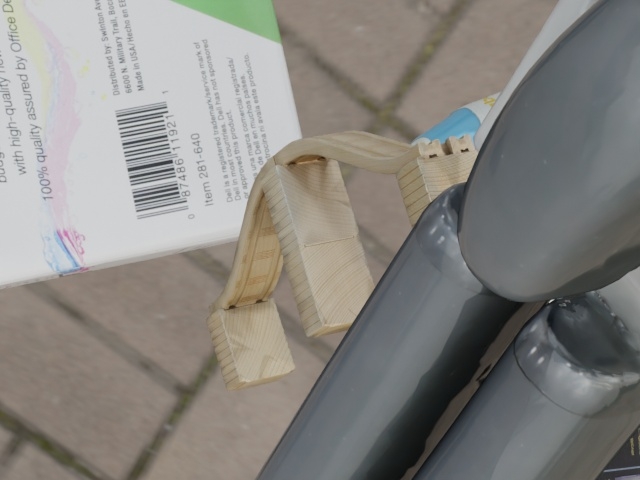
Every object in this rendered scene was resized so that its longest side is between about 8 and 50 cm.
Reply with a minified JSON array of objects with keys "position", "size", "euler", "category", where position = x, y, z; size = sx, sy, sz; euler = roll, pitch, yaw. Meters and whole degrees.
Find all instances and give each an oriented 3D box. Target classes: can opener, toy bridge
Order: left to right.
[{"position":[0.000,0.000,0.646],"size":[0.026,0.188,0.063],"euler":[-12,78,-27],"category":"toy bridge"},{"position":[0.035,0.022,0.442],"size":[0.093,0.280,0.074],"euler":[-12,54,-39],"category":"can opener"}]

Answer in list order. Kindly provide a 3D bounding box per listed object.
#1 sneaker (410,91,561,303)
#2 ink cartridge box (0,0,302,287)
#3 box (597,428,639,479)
[{"position":[0.100,0.025,1.023],"size":[0.092,0.087,0.229],"euler":[-20,120,-15],"category":"sneaker"},{"position":[-0.164,-0.078,1.054],"size":[0.278,0.117,0.201],"euler":[-12,89,-17],"category":"ink cartridge box"},{"position":[0.159,0.183,1.133],"size":[0.242,0.307,0.076],"euler":[-10,115,10],"category":"box"}]
